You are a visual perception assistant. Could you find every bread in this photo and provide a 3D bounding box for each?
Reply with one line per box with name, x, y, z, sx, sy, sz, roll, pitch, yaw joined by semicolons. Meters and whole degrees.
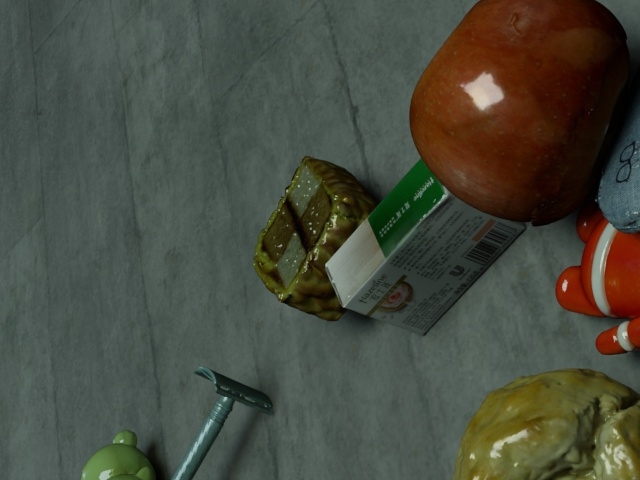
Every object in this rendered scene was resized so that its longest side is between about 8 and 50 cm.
bread;0.232;0.233;1.283;0.244;0.134;0.244;-3;76;10
bread;0.000;0.000;1.744;0.181;0.096;0.222;-62;22;12

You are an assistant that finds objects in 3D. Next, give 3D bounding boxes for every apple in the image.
apple;0.212;-0.148;1.436;0.272;0.206;0.251;-50;-21;-50

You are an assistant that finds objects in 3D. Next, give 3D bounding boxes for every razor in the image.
razor;-0.165;0.290;1.823;0.068;0.106;0.232;30;91;52

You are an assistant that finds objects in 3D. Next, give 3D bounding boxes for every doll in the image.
doll;0.363;0.030;1.320;0.336;0.105;0.200;9;79;60

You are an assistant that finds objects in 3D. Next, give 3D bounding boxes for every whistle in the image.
whistle;-0.266;0.383;1.927;0.131;0.106;0.288;-58;37;12

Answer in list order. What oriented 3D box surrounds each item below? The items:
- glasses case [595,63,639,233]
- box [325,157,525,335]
glasses case;0.352;-0.122;1.364;0.109;0.067;0.282;-19;38;47
box;0.121;0.008;1.595;0.199;0.135;0.081;-50;41;23
